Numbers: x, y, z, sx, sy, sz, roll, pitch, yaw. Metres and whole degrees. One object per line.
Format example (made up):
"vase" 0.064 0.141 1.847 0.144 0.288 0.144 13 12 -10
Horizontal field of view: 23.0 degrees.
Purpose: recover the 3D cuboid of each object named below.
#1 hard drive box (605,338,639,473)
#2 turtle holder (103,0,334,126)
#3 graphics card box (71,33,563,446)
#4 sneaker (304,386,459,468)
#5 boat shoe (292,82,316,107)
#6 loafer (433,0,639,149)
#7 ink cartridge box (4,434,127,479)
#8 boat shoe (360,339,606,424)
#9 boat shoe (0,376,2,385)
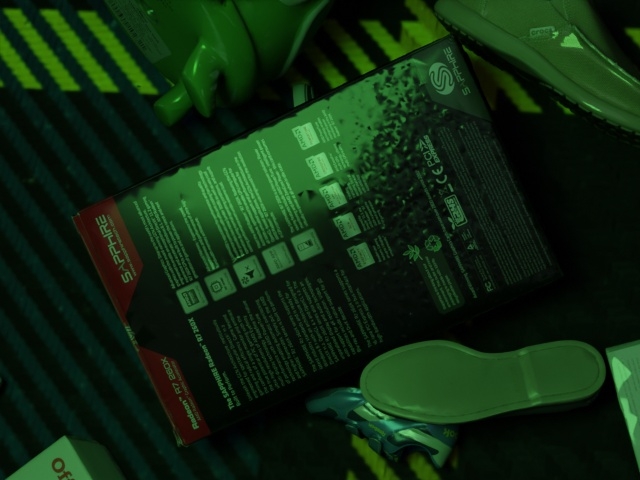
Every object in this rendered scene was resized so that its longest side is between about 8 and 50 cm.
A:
"hard drive box" 0.369 0.148 1.277 0.232 0.089 0.181 -16 74 12
"turtle holder" -0.092 -0.264 1.381 0.227 0.320 0.243 -39 71 -16
"graphics card box" 0.000 0.000 1.378 0.371 0.094 0.233 -26 90 10
"sneaker" 0.052 0.162 1.380 0.144 0.053 0.059 8 82 18
"boat shoe" 0.008 -0.080 1.452 0.040 0.049 0.142 -15 80 5
"loafer" 0.223 -0.168 1.382 0.268 0.102 0.092 35 94 20
"ink cartridge box" -0.255 0.292 1.415 0.203 0.086 0.148 -38 71 5
"boat shoe" 0.136 0.127 1.336 0.206 0.065 0.075 -4 64 -1
"boat shoe" -0.338 0.167 1.498 0.100 0.035 0.035 -38 98 0
